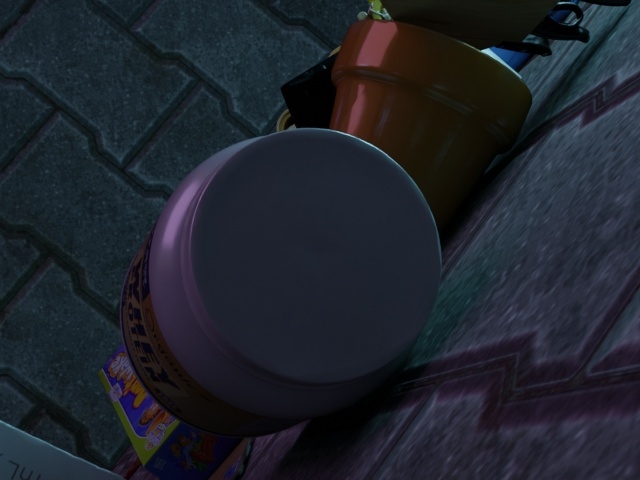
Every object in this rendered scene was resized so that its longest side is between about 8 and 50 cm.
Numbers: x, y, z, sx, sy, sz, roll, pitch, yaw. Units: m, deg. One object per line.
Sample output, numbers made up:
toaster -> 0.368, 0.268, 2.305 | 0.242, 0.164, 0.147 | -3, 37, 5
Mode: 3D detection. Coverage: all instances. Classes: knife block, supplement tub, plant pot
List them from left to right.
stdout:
supplement tub -> -0.041, 0.043, 1.090 | 0.228, 0.228, 0.316 | -52, 4, -20
plant pot -> 0.087, -0.095, 1.325 | 0.205, 0.205, 0.187 | 149, 144, -79
knife block -> 0.189, -0.273, 1.304 | 0.242, 0.088, 0.276 | -18, -23, 15

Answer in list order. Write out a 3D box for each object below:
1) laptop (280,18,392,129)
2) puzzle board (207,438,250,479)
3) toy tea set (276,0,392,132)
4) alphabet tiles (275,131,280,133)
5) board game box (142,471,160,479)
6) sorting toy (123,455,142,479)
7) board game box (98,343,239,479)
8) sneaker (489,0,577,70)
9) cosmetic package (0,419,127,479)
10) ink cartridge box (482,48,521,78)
laptop -> 0.050, -0.108, 1.507 | 0.234, 0.264, 0.137 | -36, 24, -31
puzzle board -> -0.110, 0.266, 1.416 | 0.096, 0.011, 0.128 | -49, 5, 8
toy tea set -> 0.080, -0.235, 1.982 | 0.336, 0.200, 0.124 | -51, -5, 0
alphabet tiles -> -0.031, 0.004, 1.436 | 0.237, 0.009, 0.198 | -99, 3, -51
board game box -> -0.205, 0.320, 1.755 | 0.147, 0.045, 0.193 | -48, 4, 37
sorting toy -> -0.245, 0.322, 2.202 | 0.132, 0.046, 0.274 | -49, 4, 29
board game box -> -0.164, 0.163, 1.706 | 0.233, 0.078, 0.347 | -50, 23, -2
sneaker -> 0.293, -0.309, 1.760 | 0.209, 0.069, 0.082 | -50, 7, 6
cosmetic package -> -0.432, 0.374, 1.248 | 0.327, 0.329, 0.393 | -44, 22, 58
ink cartridge box -> 0.130, -0.192, 1.752 | 0.100, 0.172, 0.237 | -51, 3, -31
